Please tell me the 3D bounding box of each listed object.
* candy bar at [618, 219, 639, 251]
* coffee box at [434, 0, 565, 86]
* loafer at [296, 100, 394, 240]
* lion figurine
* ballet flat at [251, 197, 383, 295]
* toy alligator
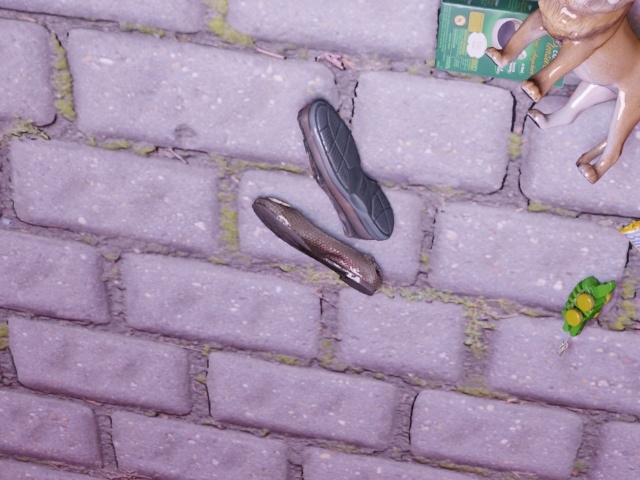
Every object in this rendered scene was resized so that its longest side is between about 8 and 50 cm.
[{"bbox_3d":[0.516,0.025,2.025,0.040,0.018,0.161,-28,120,34],"label":"candy bar"},{"bbox_3d":[0.253,-0.277,1.806,0.184,0.040,0.113,8,131,8],"label":"coffee box"},{"bbox_3d":[0.021,-0.094,2.004,0.084,0.096,0.267,-10,130,30],"label":"loafer"},{"bbox_3d":[0.370,-0.247,1.725,0.240,0.142,0.392,-42,147,4],"label":"lion figurine"},{"bbox_3d":[0.000,0.000,2.124,0.250,0.058,0.084,35,166,-10],"label":"ballet flat"},{"bbox_3d":[0.412,0.113,2.114,0.051,0.056,0.190,53,140,24],"label":"toy alligator"}]
